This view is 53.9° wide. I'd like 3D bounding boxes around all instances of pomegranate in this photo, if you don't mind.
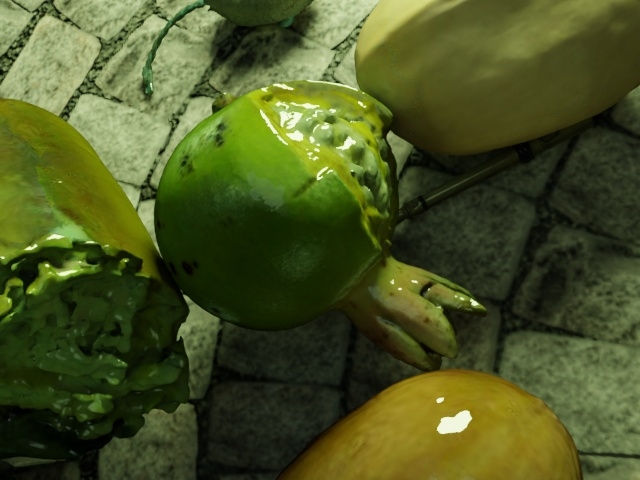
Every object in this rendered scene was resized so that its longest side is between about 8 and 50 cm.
[{"bbox_3d":[0.000,0.000,0.560,0.302,0.236,0.236,45,89,0],"label":"pomegranate"}]

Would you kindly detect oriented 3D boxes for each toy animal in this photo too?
[{"bbox_3d":[-0.114,-0.265,0.736,0.252,0.070,0.079,-22,55,10],"label":"toy animal"}]

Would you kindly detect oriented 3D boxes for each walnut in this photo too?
[{"bbox_3d":[0.060,0.220,0.494,0.297,0.203,0.203,-35,70,8],"label":"walnut"}]

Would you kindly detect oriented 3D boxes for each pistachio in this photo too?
[{"bbox_3d":[0.177,-0.189,0.580,0.299,0.187,0.188,-21,71,3],"label":"pistachio"}]

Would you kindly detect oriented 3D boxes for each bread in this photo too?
[{"bbox_3d":[-0.291,0.010,0.580,0.251,0.208,0.376,-22,47,-21],"label":"bread"}]

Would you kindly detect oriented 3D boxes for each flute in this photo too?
[{"bbox_3d":[0.166,-0.071,0.634,0.233,0.027,0.027,-28,71,5],"label":"flute"}]

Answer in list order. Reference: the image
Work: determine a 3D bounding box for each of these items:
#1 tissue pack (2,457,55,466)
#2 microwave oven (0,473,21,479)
[{"bbox_3d":[-0.334,0.159,0.654,0.148,0.099,0.106,10,77,16],"label":"tissue pack"},{"bbox_3d":[-0.404,0.277,0.386,0.247,0.394,0.333,-22,51,12],"label":"microwave oven"}]
